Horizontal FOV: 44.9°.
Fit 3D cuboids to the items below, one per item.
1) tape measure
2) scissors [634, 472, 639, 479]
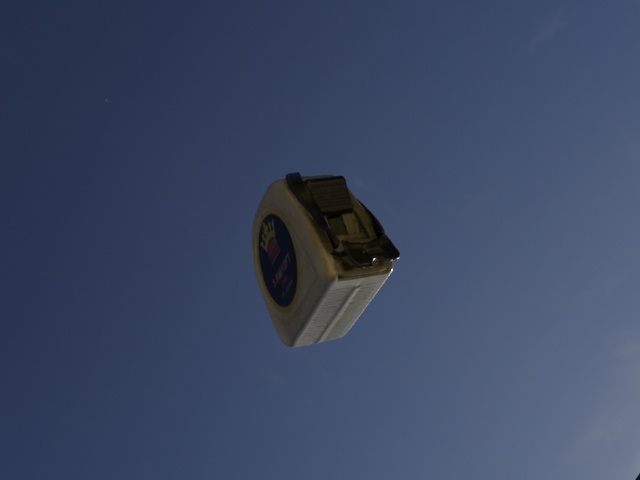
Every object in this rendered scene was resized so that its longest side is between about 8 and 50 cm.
[{"bbox_3d":[0.000,0.000,1.102,0.133,0.271,0.231,-9,-118,-24],"label":"tape measure"},{"bbox_3d":[0.571,0.329,1.279,0.024,0.160,0.317,40,-102,0],"label":"scissors"}]
